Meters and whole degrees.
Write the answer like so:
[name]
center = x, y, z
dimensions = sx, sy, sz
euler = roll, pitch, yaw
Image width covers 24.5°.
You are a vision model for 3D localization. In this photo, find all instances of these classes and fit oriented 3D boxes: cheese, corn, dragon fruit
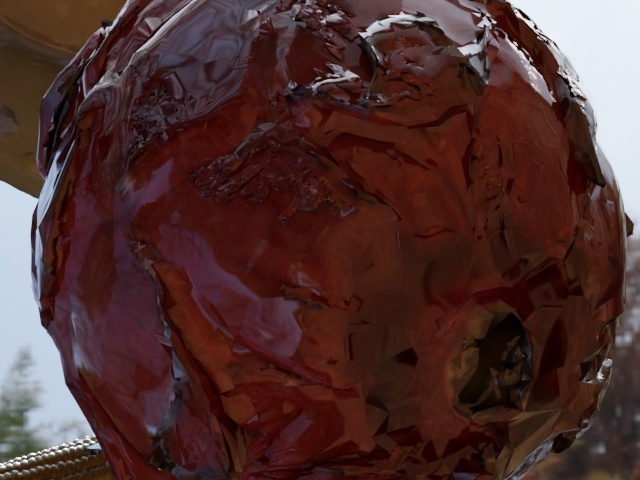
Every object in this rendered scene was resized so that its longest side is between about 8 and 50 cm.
[cheese]
center = -0.168, -0.116, 1.063
dimensions = 0.326, 0.318, 0.115
euler = 68, -147, -67
[corn]
center = -0.222, 0.211, 1.249
dimensions = 0.231, 0.080, 0.080
euler = -13, -82, -20
[dragon fruit]
center = 0.000, 0.000, 0.711
dimensions = 0.295, 0.301, 0.296
euler = -9, -67, -21
